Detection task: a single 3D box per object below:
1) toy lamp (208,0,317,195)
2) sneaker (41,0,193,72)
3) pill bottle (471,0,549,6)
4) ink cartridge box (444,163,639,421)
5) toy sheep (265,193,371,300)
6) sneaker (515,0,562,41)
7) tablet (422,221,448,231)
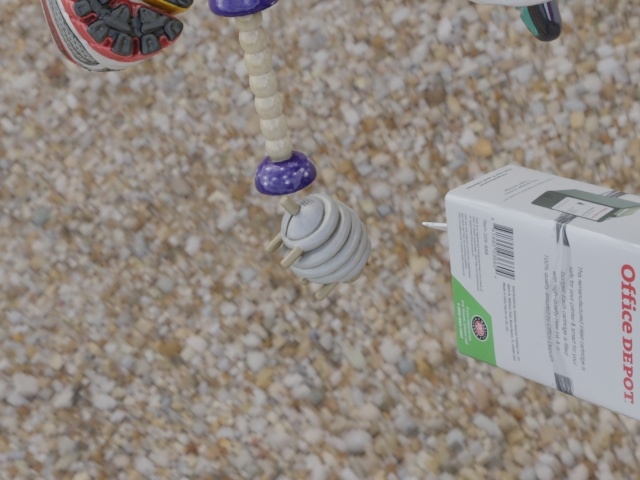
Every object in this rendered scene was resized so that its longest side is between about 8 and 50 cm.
[{"bbox_3d":[-0.062,-0.183,1.489,0.080,0.274,0.080,-9,32,6],"label":"toy lamp"},{"bbox_3d":[-0.130,-0.196,0.753,0.093,0.088,0.225,-20,74,61],"label":"sneaker"},{"bbox_3d":[0.157,-0.294,0.924,0.169,0.169,0.301,8,42,25],"label":"pill bottle"},{"bbox_3d":[0.288,0.054,1.586,0.122,0.211,0.289,-24,29,-36],"label":"ink cartridge box"},{"bbox_3d":[0.000,0.000,1.374,0.091,0.132,0.091,-19,49,24],"label":"toy sheep"},{"bbox_3d":[0.255,-0.344,1.638,0.098,0.083,0.223,-19,88,-8],"label":"sneaker"},{"bbox_3d":[0.167,-0.012,1.710,0.054,0.083,0.006,5,84,43],"label":"tablet"}]
